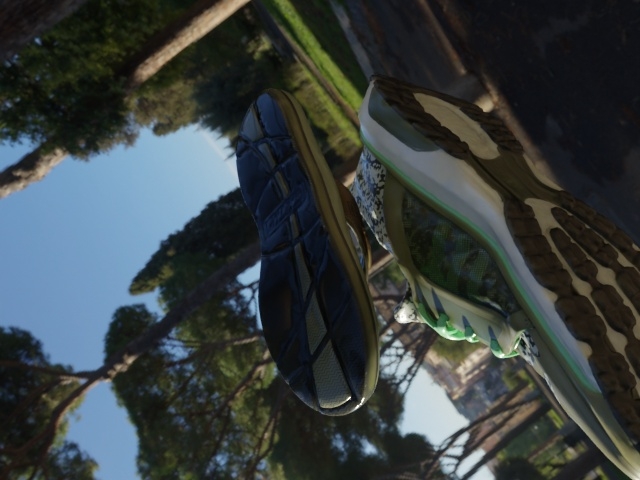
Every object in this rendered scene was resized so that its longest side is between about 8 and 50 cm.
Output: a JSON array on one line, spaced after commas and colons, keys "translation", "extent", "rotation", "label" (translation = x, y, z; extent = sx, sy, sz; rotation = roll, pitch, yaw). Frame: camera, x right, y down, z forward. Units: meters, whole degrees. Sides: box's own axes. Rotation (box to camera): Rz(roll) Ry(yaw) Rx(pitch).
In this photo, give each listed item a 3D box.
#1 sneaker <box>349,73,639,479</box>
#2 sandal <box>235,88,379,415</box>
[{"translation": [0.144, 0.034, 0.530], "extent": [0.158, 0.182, 0.410], "rotation": [-3, -134, -32], "label": "sneaker"}, {"translation": [0.001, -0.002, 0.540], "extent": [0.086, 0.120, 0.302], "rotation": [5, -117, -41], "label": "sandal"}]
